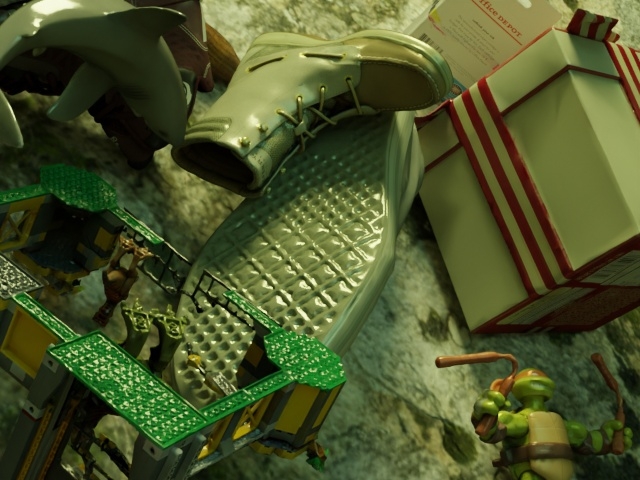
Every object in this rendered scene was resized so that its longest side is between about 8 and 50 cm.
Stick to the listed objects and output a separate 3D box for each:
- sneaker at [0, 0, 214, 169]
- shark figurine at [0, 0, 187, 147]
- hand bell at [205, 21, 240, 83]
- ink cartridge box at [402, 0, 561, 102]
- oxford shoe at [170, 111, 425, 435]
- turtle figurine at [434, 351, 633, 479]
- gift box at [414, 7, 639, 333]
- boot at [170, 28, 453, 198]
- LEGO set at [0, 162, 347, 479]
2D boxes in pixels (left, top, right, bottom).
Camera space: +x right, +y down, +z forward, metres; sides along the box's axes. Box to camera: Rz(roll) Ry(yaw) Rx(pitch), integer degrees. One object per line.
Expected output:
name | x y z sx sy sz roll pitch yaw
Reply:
sneaker | -0.205 -0.125 1.012 0.281 0.106 0.163 -21 107 -25
shark figurine | -0.159 -0.142 0.875 0.278 0.116 0.166 -19 105 -63
hand bell | -0.158 -0.227 1.135 0.242 0.126 0.126 38 42 -28
ink cartridge box | 0.177 -0.240 1.345 0.104 0.181 0.061 40 43 -10
oxford shoe | 0.000 0.000 1.067 0.169 0.130 0.449 4 45 17
turtle figurine | 0.196 0.205 1.114 0.269 0.087 0.217 17 58 -41
gift box | 0.245 -0.070 1.222 0.276 0.255 0.258 8 56 -47
boot | -0.008 -0.106 1.030 0.165 0.213 0.077 -54 138 -35
LEGO set | -0.168 0.109 0.829 0.331 0.192 0.255 32 25 12
